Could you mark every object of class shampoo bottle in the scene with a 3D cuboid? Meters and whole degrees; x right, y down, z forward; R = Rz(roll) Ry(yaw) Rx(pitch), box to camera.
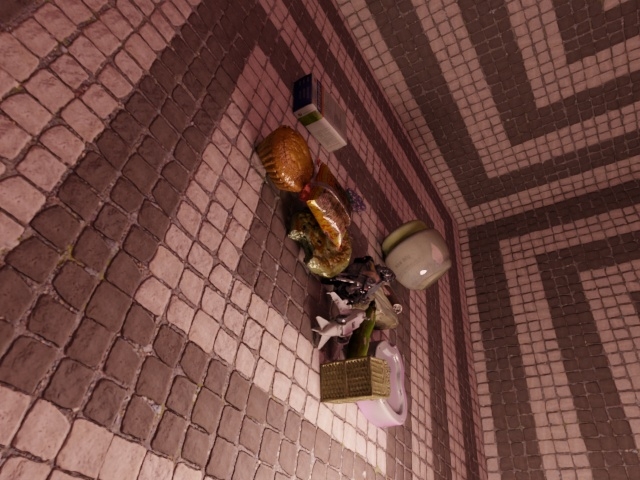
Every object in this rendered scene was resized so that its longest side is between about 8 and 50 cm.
[{"bbox_3d":[0.488,0.079,2.273,0.322,0.322,0.317,19,36,-57],"label":"shampoo bottle"}]

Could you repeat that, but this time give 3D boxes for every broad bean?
[{"bbox_3d":[0.150,0.372,1.692,0.061,0.077,0.339,95,12,-79],"label":"broad bean"}]

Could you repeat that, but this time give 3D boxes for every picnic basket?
[{"bbox_3d":[0.120,0.474,1.511,0.154,0.196,0.134,36,44,-50],"label":"picnic basket"}]

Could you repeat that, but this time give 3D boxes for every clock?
[{"bbox_3d":[0.248,0.564,1.792,0.338,0.102,0.338,39,42,-47],"label":"clock"}]

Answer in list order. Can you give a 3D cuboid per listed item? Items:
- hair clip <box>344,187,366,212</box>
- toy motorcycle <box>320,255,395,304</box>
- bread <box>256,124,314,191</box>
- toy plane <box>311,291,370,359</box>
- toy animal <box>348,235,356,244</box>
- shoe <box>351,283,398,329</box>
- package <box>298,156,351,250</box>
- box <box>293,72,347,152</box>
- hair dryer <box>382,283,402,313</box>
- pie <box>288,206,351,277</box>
[{"bbox_3d":[0.145,-0.188,2.134,0.195,0.052,0.124,5,59,-52],"label":"hair clip"},{"bbox_3d":[0.154,0.147,1.754,0.307,0.108,0.173,-22,52,-39],"label":"toy motorcycle"},{"bbox_3d":[-0.119,-0.279,1.589,0.240,0.139,0.240,38,43,-47],"label":"bread"},{"bbox_3d":[0.084,0.295,1.587,0.255,0.101,0.251,-13,106,-42],"label":"toy plane"},{"bbox_3d":[0.095,0.017,1.847,0.155,0.095,0.219,56,32,-8],"label":"toy animal"},{"bbox_3d":[0.234,0.242,1.929,0.342,0.132,0.210,43,41,-37],"label":"shoe"},{"bbox_3d":[0.039,-0.133,1.622,0.288,0.108,0.223,59,32,-39],"label":"package"},{"bbox_3d":[0.003,-0.570,2.028,0.299,0.106,0.200,37,43,-45],"label":"box"},{"bbox_3d":[0.276,0.213,2.051,0.220,0.054,0.195,49,8,-22],"label":"hair dryer"},{"bbox_3d":[0.005,-0.002,1.668,0.302,0.067,0.302,26,49,-34],"label":"pie"}]
